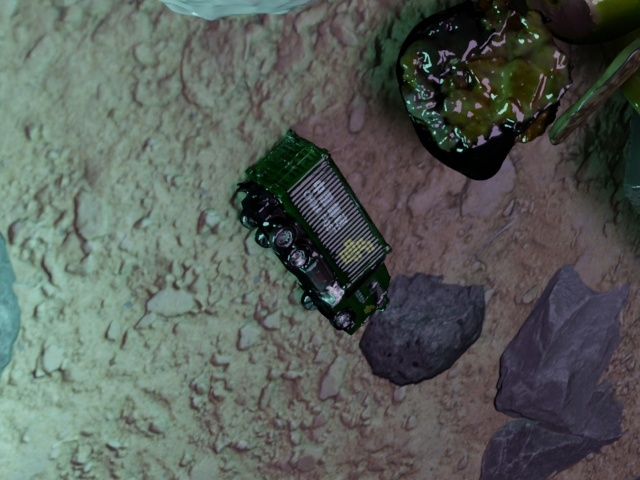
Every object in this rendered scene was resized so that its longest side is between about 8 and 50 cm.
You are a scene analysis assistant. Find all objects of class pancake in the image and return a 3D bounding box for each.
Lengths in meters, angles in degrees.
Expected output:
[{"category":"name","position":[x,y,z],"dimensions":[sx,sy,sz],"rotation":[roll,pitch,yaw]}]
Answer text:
[{"category":"pancake","position":[0.358,-0.201,1.531],"dimensions":[0.235,0.029,0.212],"rotation":[-49,173,20]}]

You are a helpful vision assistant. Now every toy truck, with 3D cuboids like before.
[{"category":"toy truck","position":[0.000,0.000,1.536],"dimensions":[0.121,0.088,0.259],"rotation":[-44,134,-10]}]

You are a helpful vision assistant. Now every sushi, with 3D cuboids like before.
[{"category":"sushi","position":[0.202,-0.186,1.535],"dimensions":[0.200,0.204,0.213],"rotation":[-23,95,7]}]

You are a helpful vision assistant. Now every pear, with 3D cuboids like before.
[{"category":"pear","position":[0.347,-0.348,1.562],"dimensions":[0.219,0.187,0.187],"rotation":[-52,138,-23]}]

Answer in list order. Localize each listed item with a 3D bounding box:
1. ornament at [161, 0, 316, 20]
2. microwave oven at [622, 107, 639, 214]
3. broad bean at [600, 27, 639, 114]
[{"category":"ornament","position":[-0.079,-0.353,1.094],"dimensions":[0.337,0.337,0.337],"rotation":[-20,126,-30]},{"category":"microwave oven","position":[0.665,-0.075,1.834],"dimensions":[0.432,0.374,0.236],"rotation":[42,54,-42]},{"category":"broad bean","position":[0.485,-0.273,1.672],"dimensions":[0.238,0.291,0.119],"rotation":[-2,166,-2]}]
